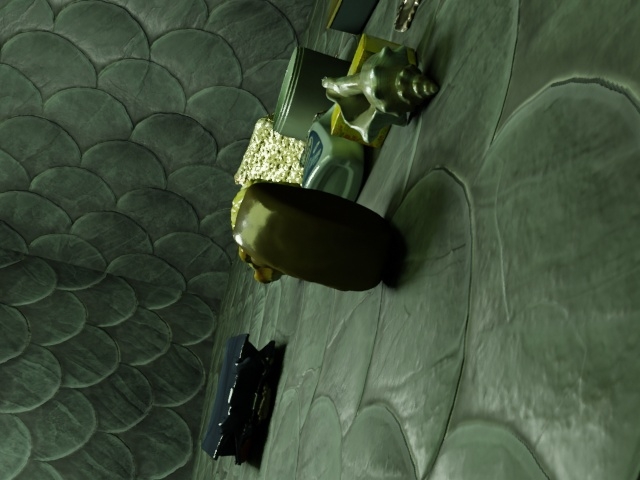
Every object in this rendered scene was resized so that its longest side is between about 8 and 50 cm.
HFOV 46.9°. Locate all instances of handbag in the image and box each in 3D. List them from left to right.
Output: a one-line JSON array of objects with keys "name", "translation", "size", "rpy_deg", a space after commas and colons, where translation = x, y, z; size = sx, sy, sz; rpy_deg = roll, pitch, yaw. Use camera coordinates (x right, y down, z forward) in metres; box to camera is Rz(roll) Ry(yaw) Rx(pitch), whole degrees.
[{"name": "handbag", "translation": [-0.198, 0.395, 1.840], "size": [0.329, 0.121, 0.303], "rpy_deg": [138, 147, -73]}]

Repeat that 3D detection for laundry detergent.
[{"name": "laundry detergent", "translation": [0.030, -0.188, 1.477], "size": [0.215, 0.105, 0.281], "rpy_deg": [114, 168, -45]}]

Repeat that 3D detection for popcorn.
[{"name": "popcorn", "translation": [-0.109, -0.019, 1.748], "size": [0.237, 0.205, 0.252], "rpy_deg": [-175, 88, -65]}]

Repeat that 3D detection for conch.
[{"name": "conch", "translation": [0.101, -0.221, 1.146], "size": [0.234, 0.114, 0.137], "rpy_deg": [158, 111, -63]}]

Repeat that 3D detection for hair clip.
[{"name": "hair clip", "translation": [0.173, -0.452, 1.263], "size": [0.226, 0.034, 0.072], "rpy_deg": [119, 166, -59]}]

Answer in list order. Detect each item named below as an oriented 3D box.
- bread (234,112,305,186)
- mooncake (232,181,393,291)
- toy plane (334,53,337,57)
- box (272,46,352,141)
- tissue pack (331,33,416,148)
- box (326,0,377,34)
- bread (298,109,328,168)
[{"name": "bread", "translation": [-0.055, -0.224, 2.102], "size": [0.315, 0.279, 0.248], "rpy_deg": [-18, -43, -49]}, {"name": "mooncake", "translation": [0.000, 0.000, 1.079], "size": [0.235, 0.234, 0.117], "rpy_deg": [-110, 39, -72]}, {"name": "toy plane", "translation": [0.008, -0.466, 2.084], "size": [0.126, 0.077, 0.194], "rpy_deg": [-23, 43, 66]}, {"name": "box", "translation": [-0.021, -0.361, 1.860], "size": [0.226, 0.149, 0.226], "rpy_deg": [-165, 90, -80]}, {"name": "tissue pack", "translation": [0.089, -0.253, 1.265], "size": [0.062, 0.095, 0.176], "rpy_deg": [-86, 15, -48]}, {"name": "box", "translation": [0.087, -0.600, 1.773], "size": [0.201, 0.090, 0.145], "rpy_deg": [131, 152, -67]}, {"name": "bread", "translation": [0.003, -0.234, 1.740], "size": [0.094, 0.083, 0.157], "rpy_deg": [-96, 24, -70]}]
